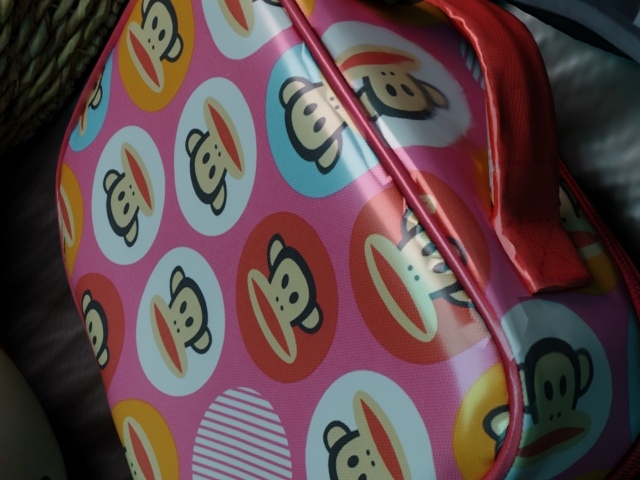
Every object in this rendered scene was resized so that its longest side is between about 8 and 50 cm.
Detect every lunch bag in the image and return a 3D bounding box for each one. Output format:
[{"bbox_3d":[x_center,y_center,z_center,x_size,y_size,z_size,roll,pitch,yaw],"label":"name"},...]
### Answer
[{"bbox_3d":[0.000,0.000,0.433,0.258,0.120,0.293,-53,52,40],"label":"lunch bag"}]

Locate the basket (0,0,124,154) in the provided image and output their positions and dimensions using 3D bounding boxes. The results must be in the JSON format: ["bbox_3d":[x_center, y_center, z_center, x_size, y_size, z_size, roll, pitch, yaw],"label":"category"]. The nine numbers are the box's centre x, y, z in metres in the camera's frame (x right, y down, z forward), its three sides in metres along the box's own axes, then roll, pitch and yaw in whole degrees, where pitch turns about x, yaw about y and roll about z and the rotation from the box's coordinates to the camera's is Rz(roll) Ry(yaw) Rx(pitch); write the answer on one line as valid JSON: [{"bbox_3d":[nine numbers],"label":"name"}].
[{"bbox_3d":[-0.305,-0.191,0.753,0.299,0.223,0.213,-34,59,38],"label":"basket"}]

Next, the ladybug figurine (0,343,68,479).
[{"bbox_3d":[-0.297,0.187,0.685,0.449,0.162,0.305,-6,59,54],"label":"ladybug figurine"}]

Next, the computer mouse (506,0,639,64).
[{"bbox_3d":[0.137,-0.130,0.379,0.188,0.072,0.272,-64,32,20],"label":"computer mouse"}]
